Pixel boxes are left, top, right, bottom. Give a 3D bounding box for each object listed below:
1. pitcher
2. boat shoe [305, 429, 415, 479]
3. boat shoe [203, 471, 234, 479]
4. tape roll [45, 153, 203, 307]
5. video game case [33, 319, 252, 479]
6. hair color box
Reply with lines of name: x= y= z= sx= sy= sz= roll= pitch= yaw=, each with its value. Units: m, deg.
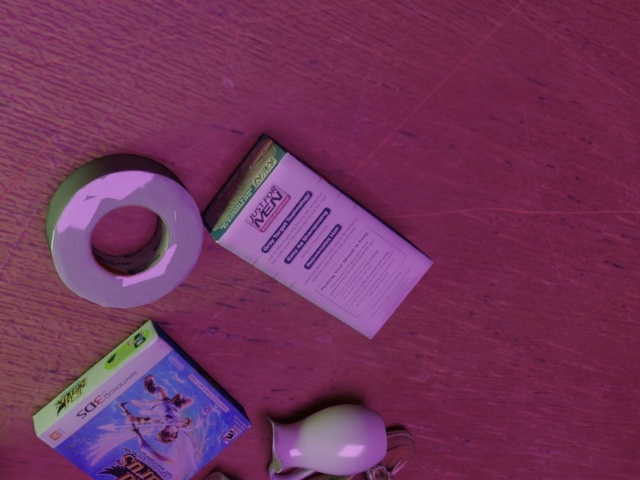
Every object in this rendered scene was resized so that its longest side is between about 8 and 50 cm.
pitcher: x=0.007 y=0.380 z=1.579 sx=0.207 sy=0.125 sz=0.177 roll=-4 pitch=137 yaw=-12
boat shoe: x=0.069 y=0.468 z=1.655 sx=0.285 sy=0.089 sz=0.104 roll=-32 pitch=123 yaw=-8
boat shoe: x=-0.234 y=0.557 z=1.548 sx=0.091 sy=0.109 sz=0.305 roll=36 pitch=92 yaw=-29
tape roll: x=-0.285 y=-0.012 z=1.270 sx=0.219 sy=0.072 sz=0.219 roll=-10 pitch=117 yaw=-21
video game case: x=-0.285 y=0.299 z=1.428 sx=0.244 sy=0.061 sz=0.269 roll=-40 pitch=124 yaw=-2
hair color box: x=0.000 y=0.000 z=1.387 sx=0.347 sy=0.105 sz=0.174 roll=35 pitch=96 yaw=-34
